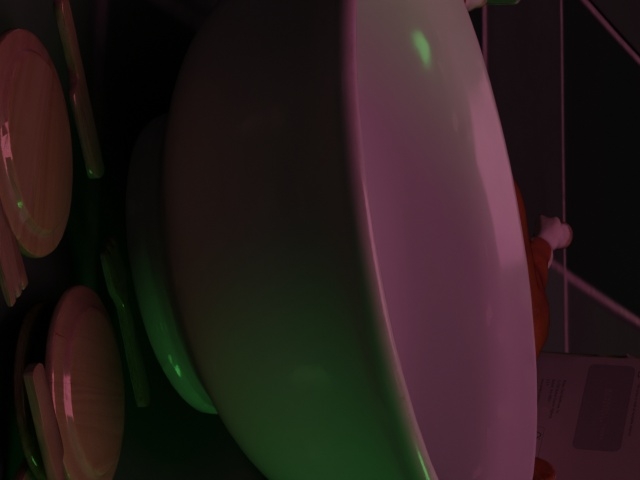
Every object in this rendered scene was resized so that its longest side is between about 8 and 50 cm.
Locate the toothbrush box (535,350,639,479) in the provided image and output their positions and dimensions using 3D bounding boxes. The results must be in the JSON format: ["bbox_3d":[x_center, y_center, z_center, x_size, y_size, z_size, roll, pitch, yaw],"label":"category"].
[{"bbox_3d":[0.191,0.243,1.189,0.206,0.122,0.283,-68,154,-46],"label":"toothbrush box"}]

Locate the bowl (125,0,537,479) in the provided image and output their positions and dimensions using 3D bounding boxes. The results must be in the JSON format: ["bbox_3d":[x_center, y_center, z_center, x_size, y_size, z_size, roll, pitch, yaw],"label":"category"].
[{"bbox_3d":[0.000,0.000,0.828,0.298,0.134,0.298,-9,90,-74],"label":"bowl"}]

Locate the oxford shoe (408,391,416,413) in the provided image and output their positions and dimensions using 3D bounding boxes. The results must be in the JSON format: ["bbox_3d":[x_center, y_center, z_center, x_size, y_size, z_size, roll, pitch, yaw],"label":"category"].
[{"bbox_3d":[0.066,0.229,0.989,0.130,0.123,0.348,-46,117,-51],"label":"oxford shoe"}]

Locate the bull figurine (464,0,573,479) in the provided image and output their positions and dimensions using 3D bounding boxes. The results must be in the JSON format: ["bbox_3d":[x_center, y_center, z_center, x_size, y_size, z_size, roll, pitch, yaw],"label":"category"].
[{"bbox_3d":[0.078,0.002,1.065,0.188,0.101,0.310,-69,147,-51],"label":"bull figurine"}]

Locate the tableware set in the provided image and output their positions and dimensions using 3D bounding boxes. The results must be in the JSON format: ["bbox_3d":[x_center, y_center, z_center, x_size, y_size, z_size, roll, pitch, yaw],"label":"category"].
[{"bbox_3d":[-0.116,0.013,0.714,0.128,0.039,0.194,-69,152,-65],"label":"tableware set"}]

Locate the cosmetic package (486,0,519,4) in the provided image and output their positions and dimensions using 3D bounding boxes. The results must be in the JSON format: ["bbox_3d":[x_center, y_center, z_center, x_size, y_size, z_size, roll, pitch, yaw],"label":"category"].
[{"bbox_3d":[0.069,-0.267,1.070,0.127,0.107,0.238,-54,133,-34],"label":"cosmetic package"}]
